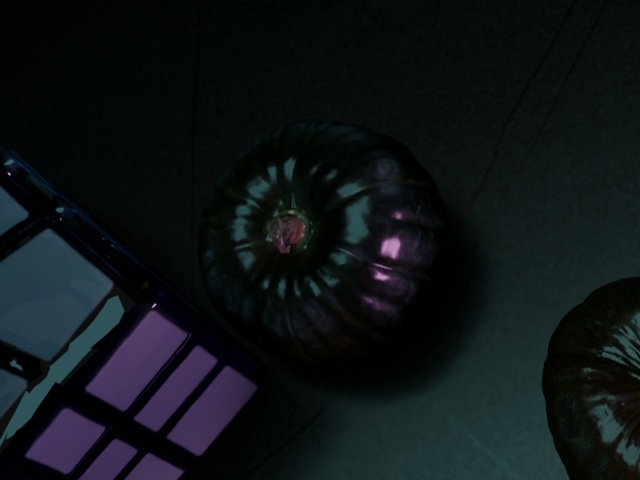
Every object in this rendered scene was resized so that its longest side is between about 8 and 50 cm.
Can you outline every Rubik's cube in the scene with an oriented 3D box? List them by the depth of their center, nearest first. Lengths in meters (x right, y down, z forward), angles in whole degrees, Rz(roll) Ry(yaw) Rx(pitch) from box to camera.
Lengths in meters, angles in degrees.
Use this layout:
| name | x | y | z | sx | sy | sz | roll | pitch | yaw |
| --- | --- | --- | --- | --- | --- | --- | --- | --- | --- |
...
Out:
| name | x | y | z | sx | sy | sz | roll | pitch | yaw |
| --- | --- | --- | --- | --- | --- | --- | --- | --- | --- |
| Rubik's cube | -0.265 | 0.102 | 1.558 | 0.288 | 0.283 | 0.293 | 37 | 88 | 26 |

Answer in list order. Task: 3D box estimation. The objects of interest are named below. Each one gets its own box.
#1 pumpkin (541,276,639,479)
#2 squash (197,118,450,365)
| name | x | y | z | sx | sy | sz | roll | pitch | yaw |
| --- | --- | --- | --- | --- | --- | --- | --- | --- | --- |
| pumpkin | 0.279 | 0.124 | 1.436 | 0.219 | 0.162 | 0.219 | -7 | 67 | 16 |
| squash | 0.002 | 0.000 | 1.559 | 0.218 | 0.172 | 0.218 | -16 | 50 | 20 |
